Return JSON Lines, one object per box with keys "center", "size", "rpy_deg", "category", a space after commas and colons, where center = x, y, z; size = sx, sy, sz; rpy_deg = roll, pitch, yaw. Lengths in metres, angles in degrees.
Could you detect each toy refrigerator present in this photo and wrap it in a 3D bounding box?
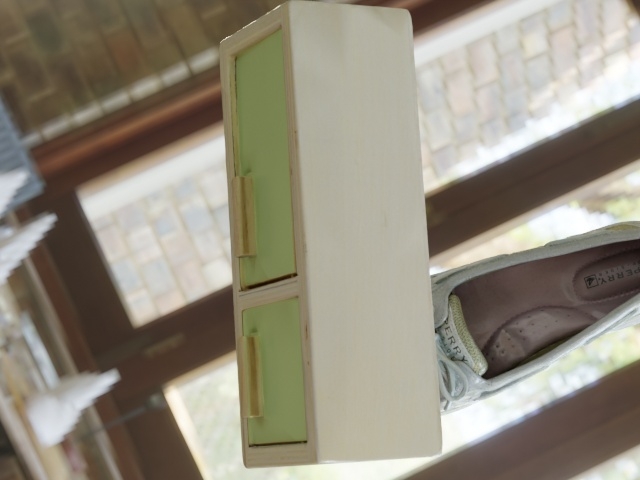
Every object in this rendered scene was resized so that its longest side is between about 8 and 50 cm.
{"center": [0.000, 0.000, 0.982], "size": [0.102, 0.094, 0.269], "rpy_deg": [-16, -104, 61], "category": "toy refrigerator"}

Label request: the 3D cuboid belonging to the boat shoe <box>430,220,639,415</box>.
{"center": [0.154, 0.064, 1.354], "size": [0.103, 0.320, 0.118], "rpy_deg": [45, 26, -79], "category": "boat shoe"}
